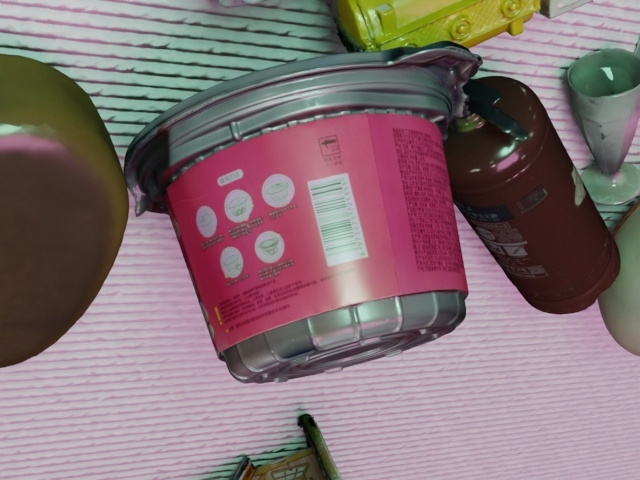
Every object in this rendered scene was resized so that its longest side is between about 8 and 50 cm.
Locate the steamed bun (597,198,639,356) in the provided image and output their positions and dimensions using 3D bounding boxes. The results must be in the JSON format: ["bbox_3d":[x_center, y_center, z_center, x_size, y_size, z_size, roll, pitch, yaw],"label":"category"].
[{"bbox_3d":[0.396,0.016,1.063,0.232,0.145,0.231,-26,149,-17],"label":"steamed bun"}]

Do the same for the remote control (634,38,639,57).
[{"bbox_3d":[0.350,-0.225,0.862,0.034,0.103,0.250,-11,133,-24],"label":"remote control"}]

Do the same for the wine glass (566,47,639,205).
[{"bbox_3d":[0.284,-0.108,0.949,0.073,0.073,0.155,-29,137,-5],"label":"wine glass"}]

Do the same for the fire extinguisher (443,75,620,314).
[{"bbox_3d":[0.185,-0.050,0.898,0.114,0.135,0.337,-48,135,-4],"label":"fire extinguisher"}]

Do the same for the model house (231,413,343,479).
[{"bbox_3d":[-0.026,0.362,1.086,0.154,0.207,0.293,-20,134,-9],"label":"model house"}]

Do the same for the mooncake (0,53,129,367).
[{"bbox_3d":[-0.252,-0.014,0.690,0.235,0.117,0.234,-16,136,-16],"label":"mooncake"}]

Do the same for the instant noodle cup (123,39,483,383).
[{"bbox_3d":[0.000,0.000,0.714,0.258,0.181,0.302,-1,162,-43],"label":"instant noodle cup"}]

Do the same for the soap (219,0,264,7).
[{"bbox_3d":[0.042,-0.265,0.624,0.266,0.087,0.159,-22,105,-12],"label":"soap"}]

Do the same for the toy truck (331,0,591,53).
[{"bbox_3d":[0.112,-0.197,0.741,0.227,0.114,0.098,-25,135,-9],"label":"toy truck"}]
